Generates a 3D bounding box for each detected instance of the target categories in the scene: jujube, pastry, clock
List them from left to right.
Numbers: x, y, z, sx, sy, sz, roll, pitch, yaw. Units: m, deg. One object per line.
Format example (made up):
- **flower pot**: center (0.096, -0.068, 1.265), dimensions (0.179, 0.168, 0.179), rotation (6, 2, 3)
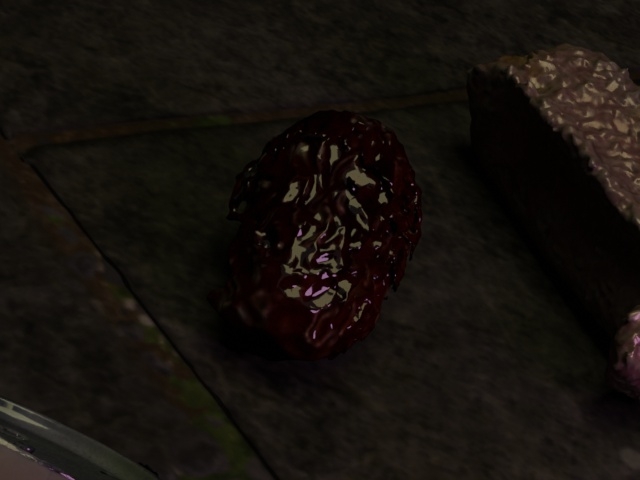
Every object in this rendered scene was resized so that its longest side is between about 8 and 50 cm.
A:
- **clock**: center (-0.130, 0.090, 0.712), dimensions (0.156, 0.063, 0.229), rotation (34, -8, -38)
- **jujube**: center (0.004, 0.000, 0.977), dimensions (0.104, 0.104, 0.166), rotation (21, 46, -7)
- **pastry**: center (0.174, -0.016, 1.096), dimensions (0.112, 0.103, 0.265), rotation (-7, 49, -15)
